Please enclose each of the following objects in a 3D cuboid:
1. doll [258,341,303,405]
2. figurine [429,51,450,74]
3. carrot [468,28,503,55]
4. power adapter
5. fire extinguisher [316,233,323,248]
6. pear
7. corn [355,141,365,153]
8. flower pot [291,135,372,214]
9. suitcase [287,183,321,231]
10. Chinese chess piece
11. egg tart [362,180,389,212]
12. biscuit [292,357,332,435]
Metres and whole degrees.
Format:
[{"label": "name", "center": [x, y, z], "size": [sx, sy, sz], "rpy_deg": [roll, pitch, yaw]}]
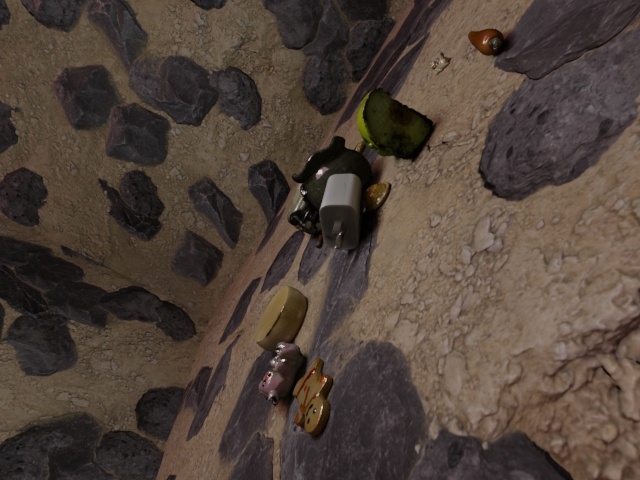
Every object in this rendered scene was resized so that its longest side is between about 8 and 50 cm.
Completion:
[{"label": "doll", "center": [-0.120, 0.403, 1.223], "size": [0.192, 0.095, 0.149], "rpy_deg": [-65, 9, -13]}, {"label": "figurine", "center": [0.440, -0.659, 1.503], "size": [0.083, 0.050, 0.047], "rpy_deg": [-36, 22, 57]}, {"label": "carrot", "center": [0.487, -0.605, 1.223], "size": [0.069, 0.069, 0.336], "rpy_deg": [-52, 13, 27]}, {"label": "power adapter", "center": [0.072, -0.079, 1.347], "size": [0.255, 0.124, 0.187], "rpy_deg": [-77, -18, -49]}, {"label": "fire extinguisher", "center": [0.000, 0.000, 1.750], "size": [0.028, 0.022, 0.083], "rpy_deg": [91, -169, -46]}, {"label": "pear", "center": [0.208, -0.378, 1.358], "size": [0.164, 0.238, 0.255], "rpy_deg": [-64, 16, 7]}, {"label": "corn", "center": [0.187, -0.435, 1.941], "size": [0.092, 0.037, 0.037], "rpy_deg": [-66, 16, -16]}, {"label": "flower pot", "center": [0.041, -0.241, 1.579], "size": [0.301, 0.213, 0.302], "rpy_deg": [-40, 2, 2]}, {"label": "suitcase", "center": [-0.028, -0.201, 1.886], "size": [0.352, 0.193, 0.339], "rpy_deg": [-62, 8, -8]}, {"label": "Chinese chess piece", "center": [-0.148, 0.295, 1.522], "size": [0.251, 0.097, 0.251], "rpy_deg": [-53, 16, 23]}, {"label": "egg tart", "center": [0.185, -0.157, 1.382], "size": [0.129, 0.049, 0.129], "rpy_deg": [-52, 17, 23]}, {"label": "biscuit", "center": [-0.022, 0.399, 1.031], "size": [0.153, 0.030, 0.234], "rpy_deg": [-59, 14, 10]}]
